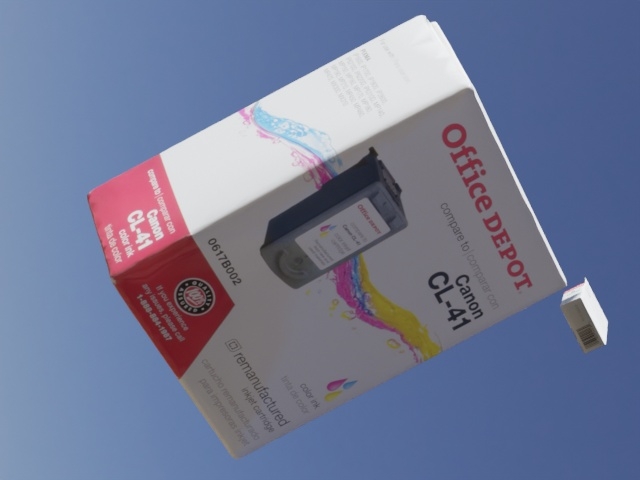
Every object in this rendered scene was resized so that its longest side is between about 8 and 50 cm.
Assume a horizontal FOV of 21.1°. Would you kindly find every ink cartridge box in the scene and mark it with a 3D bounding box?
[{"bbox_3d":[0.006,0.000,1.347,0.226,0.306,0.131,60,5,-36],"label":"ink cartridge box"},{"bbox_3d":[0.305,0.085,1.983,0.063,0.029,0.115,63,14,-5],"label":"ink cartridge box"}]
